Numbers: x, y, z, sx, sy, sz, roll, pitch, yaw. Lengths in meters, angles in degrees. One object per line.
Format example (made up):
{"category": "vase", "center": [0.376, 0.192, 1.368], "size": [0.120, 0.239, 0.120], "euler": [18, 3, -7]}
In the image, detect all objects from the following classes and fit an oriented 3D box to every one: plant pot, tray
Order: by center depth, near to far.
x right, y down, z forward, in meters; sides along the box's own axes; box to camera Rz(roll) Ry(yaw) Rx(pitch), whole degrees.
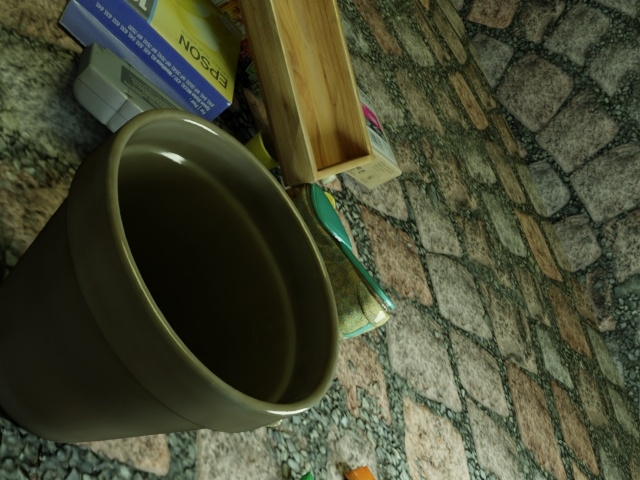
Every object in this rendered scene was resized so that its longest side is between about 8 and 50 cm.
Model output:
{"category": "plant pot", "center": [-0.184, 0.072, 0.891], "size": [0.323, 0.280, 0.323], "euler": [41, 33, -34]}
{"category": "tray", "center": [-0.032, -0.314, 1.493], "size": [0.203, 0.076, 0.411], "euler": [-24, 102, -54]}

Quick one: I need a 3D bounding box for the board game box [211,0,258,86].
{"category": "board game box", "center": [-0.147, -0.435, 1.637], "size": [0.259, 0.136, 0.030], "euler": [57, -16, -7]}

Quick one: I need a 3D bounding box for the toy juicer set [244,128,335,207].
{"category": "toy juicer set", "center": [-0.020, -0.150, 1.616], "size": [0.209, 0.089, 0.329], "euler": [55, 26, -12]}

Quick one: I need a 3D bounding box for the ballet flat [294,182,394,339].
{"category": "ballet flat", "center": [0.003, 0.029, 1.379], "size": [0.123, 0.123, 0.348], "euler": [38, 14, -38]}

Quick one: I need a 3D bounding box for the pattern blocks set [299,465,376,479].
{"category": "pattern blocks set", "center": [0.068, 0.461, 1.246], "size": [0.325, 0.026, 0.285], "euler": [46, 30, -28]}

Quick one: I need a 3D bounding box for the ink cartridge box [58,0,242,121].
{"category": "ink cartridge box", "center": [-0.258, -0.346, 1.412], "size": [0.303, 0.072, 0.307], "euler": [42, 30, -34]}

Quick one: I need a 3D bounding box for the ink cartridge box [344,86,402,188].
{"category": "ink cartridge box", "center": [0.068, -0.232, 1.819], "size": [0.235, 0.088, 0.193], "euler": [23, 45, -64]}

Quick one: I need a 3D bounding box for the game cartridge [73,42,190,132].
{"category": "game cartridge", "center": [-0.212, -0.150, 1.209], "size": [0.297, 0.062, 0.198], "euler": [38, 16, -24]}

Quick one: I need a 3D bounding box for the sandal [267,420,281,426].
{"category": "sandal", "center": [-0.065, 0.213, 1.185], "size": [0.240, 0.088, 0.079], "euler": [11, 52, -64]}

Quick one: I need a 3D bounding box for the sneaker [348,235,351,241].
{"category": "sneaker", "center": [0.000, 0.000, 1.541], "size": [0.076, 0.065, 0.166], "euler": [56, 25, -1]}
